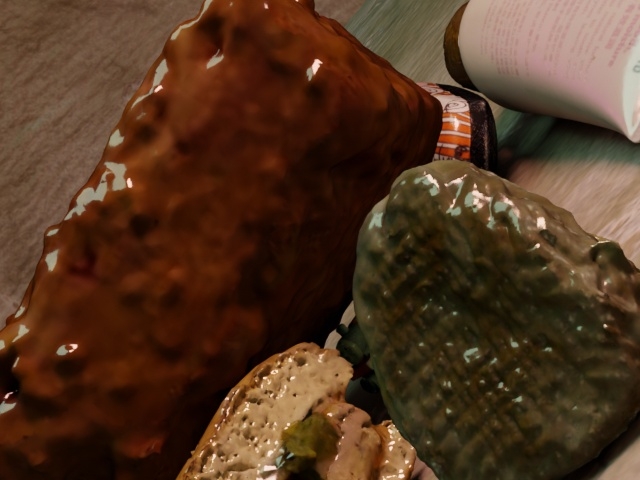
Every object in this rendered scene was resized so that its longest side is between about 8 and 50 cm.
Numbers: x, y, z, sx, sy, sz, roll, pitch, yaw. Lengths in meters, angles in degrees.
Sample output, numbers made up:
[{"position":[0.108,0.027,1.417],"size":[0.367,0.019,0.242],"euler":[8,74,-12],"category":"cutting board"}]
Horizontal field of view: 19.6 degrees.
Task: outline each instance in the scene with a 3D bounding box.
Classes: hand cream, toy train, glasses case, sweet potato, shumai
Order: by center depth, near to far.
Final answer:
[{"position":[0.115,0.047,0.964],"size":[0.142,0.184,0.184],"euler":[-13,-23,-48],"category":"shumai"},{"position":[0.049,0.060,1.311],"size":[0.103,0.064,0.044],"euler":[-54,11,-33],"category":"toy train"},{"position":[0.210,-0.153,1.352],"size":[0.185,0.118,0.359],"euler":[-57,15,-4],"category":"hand cream"},{"position":[0.102,-0.074,1.530],"size":[0.266,0.067,0.103],"euler":[-115,26,-82],"category":"glasses case"},{"position":[0.180,-0.182,1.638],"size":[0.112,0.085,0.286],"euler":[-46,-10,28],"category":"sweet potato"}]

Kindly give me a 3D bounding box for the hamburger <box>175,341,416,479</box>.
[{"position":[-0.046,0.178,1.072],"size":[0.131,0.124,0.262],"euler":[-45,7,49],"category":"hamburger"}]

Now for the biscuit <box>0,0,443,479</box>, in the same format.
[{"position":[-0.072,0.023,1.265],"size":[0.395,0.166,0.342],"euler":[-57,-6,7],"category":"biscuit"}]
